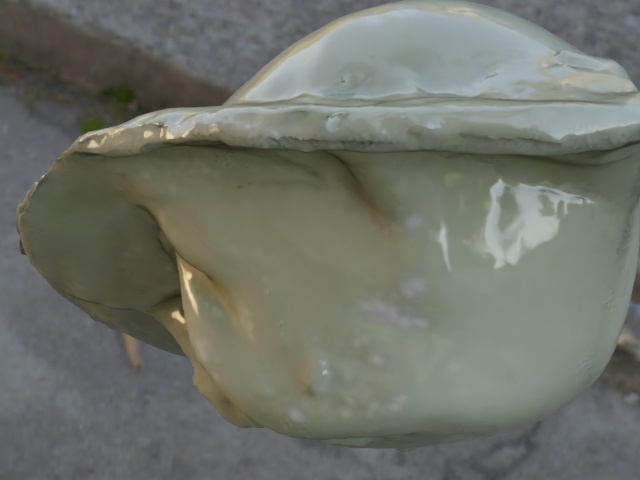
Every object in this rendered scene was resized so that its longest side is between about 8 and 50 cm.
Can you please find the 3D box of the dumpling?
[{"bbox_3d":[0.000,0.000,0.800,0.315,0.395,0.233,8,68,-7],"label":"dumpling"}]
